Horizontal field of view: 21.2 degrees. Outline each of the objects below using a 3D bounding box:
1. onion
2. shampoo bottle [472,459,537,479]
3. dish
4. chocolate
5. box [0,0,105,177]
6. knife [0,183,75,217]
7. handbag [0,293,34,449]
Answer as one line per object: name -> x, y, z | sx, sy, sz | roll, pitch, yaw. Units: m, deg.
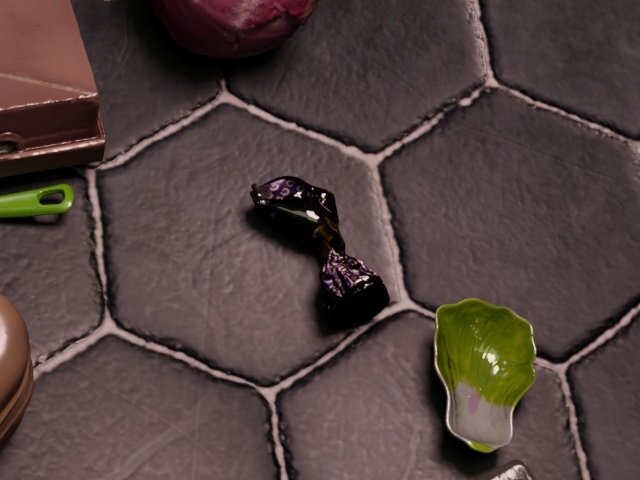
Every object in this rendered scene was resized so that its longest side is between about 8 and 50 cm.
onion -> -0.068, -0.275, 1.497 | 0.200, 0.200, 0.207 | 17, 53, -2
shampoo bottle -> 0.112, 0.233, 1.231 | 0.079, 0.246, 0.080 | -25, 69, -22
dish -> 0.130, 0.118, 1.420 | 0.091, 0.039, 0.137 | 13, 60, -11
chocolate -> 0.003, 0.000, 1.445 | 0.072, 0.070, 0.147 | -6, 60, -47
box -> -0.308, -0.156, 1.438 | 0.215, 0.086, 0.215 | -10, 57, -17
knife -> -0.289, -0.033, 1.421 | 0.166, 0.022, 0.078 | -2, 59, -12
handbag -> -0.390, 0.116, 1.249 | 0.302, 0.149, 0.283 | 28, 61, 2
